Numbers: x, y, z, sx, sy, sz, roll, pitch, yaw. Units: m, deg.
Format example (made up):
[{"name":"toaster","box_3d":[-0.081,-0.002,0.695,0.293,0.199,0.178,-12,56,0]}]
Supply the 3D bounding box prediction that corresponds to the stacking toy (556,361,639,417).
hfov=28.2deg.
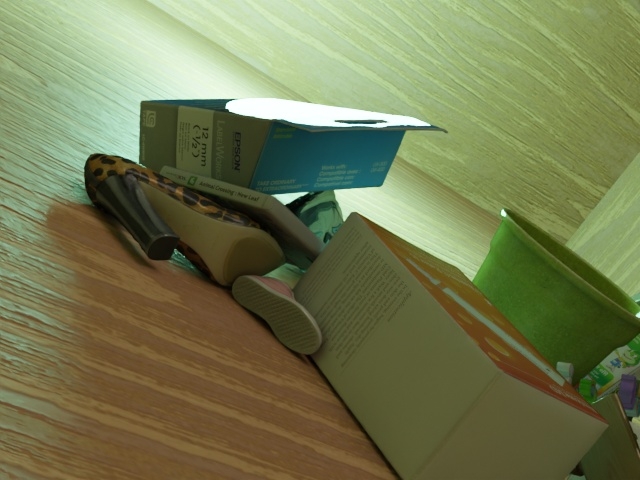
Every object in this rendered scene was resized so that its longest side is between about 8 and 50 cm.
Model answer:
[{"name":"stacking toy","box_3d":[0.408,0.208,1.669,0.167,0.052,0.221,7,-10,23]}]

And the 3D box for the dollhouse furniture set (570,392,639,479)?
[{"name":"dollhouse furniture set","box_3d":[0.340,0.295,1.461,0.161,0.212,0.242,24,42,-47]}]

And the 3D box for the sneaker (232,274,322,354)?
[{"name":"sneaker","box_3d":[-0.039,0.086,1.535,0.134,0.051,0.070,37,16,22]}]

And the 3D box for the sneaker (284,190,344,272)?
[{"name":"sneaker","box_3d":[0.000,0.000,1.829,0.122,0.110,0.283,66,11,7]}]

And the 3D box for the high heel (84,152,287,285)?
[{"name":"high heel","box_3d":[-0.161,-0.036,1.551,0.261,0.093,0.186,13,27,-52]}]

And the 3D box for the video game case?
[{"name":"video game case","box_3d":[-0.080,-0.020,1.628,0.193,0.023,0.212,17,-16,38]}]

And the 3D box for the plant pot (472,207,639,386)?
[{"name":"plant pot","box_3d":[0.298,0.135,1.846,0.276,0.254,0.276,35,11,-7]}]

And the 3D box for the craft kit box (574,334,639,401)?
[{"name":"craft kit box","box_3d":[0.372,0.167,2.019,0.250,0.247,0.061,46,-20,35]}]

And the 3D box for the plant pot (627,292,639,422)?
[{"name":"plant pot","box_3d":[0.573,0.264,2.142,0.323,0.323,0.280,40,27,15]}]

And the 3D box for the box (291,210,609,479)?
[{"name":"box","box_3d":[0.136,0.148,1.516,0.215,0.168,0.345,28,15,-40]}]

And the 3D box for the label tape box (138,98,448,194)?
[{"name":"label tape box","box_3d":[-0.043,-0.121,1.696,0.249,0.115,0.348,-6,16,-43]}]

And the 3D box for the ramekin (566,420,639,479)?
[{"name":"ramekin","box_3d":[0.443,0.366,1.656,0.277,0.135,0.277,36,11,-8]}]
